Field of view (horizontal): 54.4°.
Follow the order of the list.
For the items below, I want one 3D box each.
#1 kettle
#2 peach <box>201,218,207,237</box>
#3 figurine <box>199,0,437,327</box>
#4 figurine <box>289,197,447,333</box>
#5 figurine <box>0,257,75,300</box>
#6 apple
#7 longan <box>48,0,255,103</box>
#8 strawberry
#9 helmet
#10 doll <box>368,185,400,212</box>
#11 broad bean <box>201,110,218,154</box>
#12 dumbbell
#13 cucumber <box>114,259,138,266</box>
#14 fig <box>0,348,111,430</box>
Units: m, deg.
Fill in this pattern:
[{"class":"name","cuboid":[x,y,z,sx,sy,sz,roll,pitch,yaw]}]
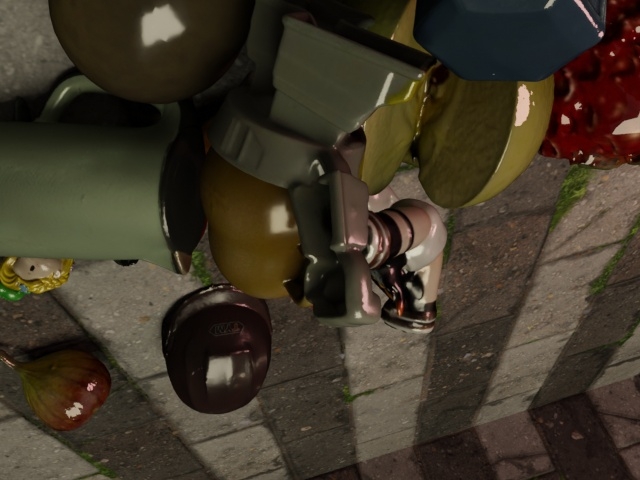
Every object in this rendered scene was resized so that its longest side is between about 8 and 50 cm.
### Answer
[{"class":"kettle","cuboid":[-0.266,-0.085,0.738,0.255,0.240,0.165,3,179,11]},{"class":"peach","cuboid":[-0.223,-0.067,0.882,0.151,0.118,0.151,15,154,8]},{"class":"figurine","cuboid":[-0.027,-0.071,0.587,0.167,0.342,0.285,15,116,-12]},{"class":"figurine","cuboid":[0.004,-0.003,0.858,0.196,0.323,0.320,-59,144,-20]},{"class":"figurine","cuboid":[-0.418,0.033,0.952,0.156,0.095,0.115,-51,159,13]},{"class":"apple","cuboid":[0.127,-0.179,0.736,0.291,0.292,0.254,-2,118,-23]},{"class":"longan","cuboid":[-0.163,-0.231,0.611,0.196,0.197,0.220,15,144,-40]},{"class":"strawberry","cuboid":[0.421,-0.268,0.789,0.317,0.295,0.345,12,129,16]},{"class":"helmet","cuboid":[-0.204,0.242,1.268,0.224,0.177,0.305,-6,145,-15]},{"class":"doll","cuboid":[0.032,-0.059,1.019,0.180,0.107,0.110,-30,143,21]},{"class":"broad bean","cuboid":[-0.093,-0.145,0.858,0.165,0.084,0.114,-20,140,9]},{"class":"dumbbell","cuboid":[0.170,-0.304,0.550,0.156,0.316,0.143,3,165,15]},{"class":"cucumber","cuboid":[-0.318,-0.040,0.929,0.058,0.052,0.215,8,145,11]},{"class":"fig","cuboid":[-0.520,0.259,1.209,0.160,0.231,0.143,-42,-177,32]}]
